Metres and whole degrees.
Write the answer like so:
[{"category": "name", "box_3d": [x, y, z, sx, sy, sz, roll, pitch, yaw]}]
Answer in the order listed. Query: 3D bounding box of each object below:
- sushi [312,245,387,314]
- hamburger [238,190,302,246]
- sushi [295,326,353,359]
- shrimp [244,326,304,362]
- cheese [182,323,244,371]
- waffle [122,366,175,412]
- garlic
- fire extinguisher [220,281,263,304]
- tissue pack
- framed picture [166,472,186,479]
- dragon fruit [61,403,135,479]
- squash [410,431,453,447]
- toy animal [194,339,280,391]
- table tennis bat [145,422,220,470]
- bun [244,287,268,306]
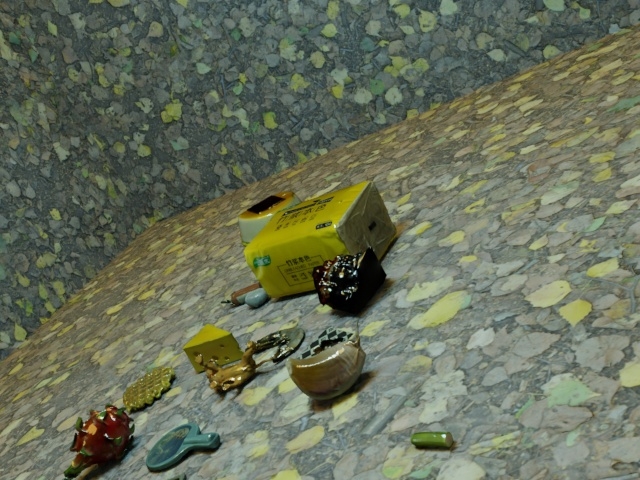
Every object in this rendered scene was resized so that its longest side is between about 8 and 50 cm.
[{"category": "sushi", "box_3d": [0.061, 0.112, 2.004, 0.151, 0.153, 0.172, 9, 58, 32]}, {"category": "hamburger", "box_3d": [-0.177, -0.060, 2.796, 0.294, 0.179, 0.276, -32, 20, -20]}, {"category": "sushi", "box_3d": [0.016, 0.276, 1.834, 0.126, 0.026, 0.120, -43, 24, -24]}, {"category": "shrimp", "box_3d": [-0.135, 0.297, 2.000, 0.195, 0.035, 0.147, -22, 21, 17]}, {"category": "cheese", "box_3d": [-0.288, 0.305, 2.109, 0.171, 0.093, 0.126, -13, 21, 41]}, {"category": "waffle", "box_3d": [-0.513, 0.440, 2.179, 0.191, 0.038, 0.191, -27, 17, 9]}, {"category": "garlic", "box_3d": [0.030, 0.276, 1.637, 0.198, 0.128, 0.090, -31, 2, 6]}, {"category": "fire extinguisher", "box_3d": [-0.249, 0.180, 2.451, 0.177, 0.050, 0.062, -23, -15, 20]}, {"category": "tissue pack", "box_3d": [0.000, 0.000, 2.275, 0.382, 0.228, 0.293, -17, 24, 38]}, {"category": "framed picture", "box_3d": [-0.423, 0.613, 1.594, 0.260, 0.023, 0.189, -26, 18, 12]}, {"category": "dragon fruit", "box_3d": [-0.585, 0.529, 1.892, 0.135, 0.137, 0.236, 35, 61, 30]}, {"category": "squash", "box_3d": [0.197, 0.359, 1.323, 0.083, 0.027, 0.027, -12, 25, 41]}, {"category": "toy animal", "box_3d": [-0.209, 0.339, 1.927, 0.255, 0.114, 0.116, -17, -22, 21]}, {"category": "table tennis bat", "box_3d": [-0.331, 0.492, 1.764, 0.237, 0.038, 0.149, -19, 20, 38]}, {"category": "bun", "box_3d": [-0.205, 0.187, 2.377, 0.083, 0.045, 0.083, -23, 19, 9]}]
